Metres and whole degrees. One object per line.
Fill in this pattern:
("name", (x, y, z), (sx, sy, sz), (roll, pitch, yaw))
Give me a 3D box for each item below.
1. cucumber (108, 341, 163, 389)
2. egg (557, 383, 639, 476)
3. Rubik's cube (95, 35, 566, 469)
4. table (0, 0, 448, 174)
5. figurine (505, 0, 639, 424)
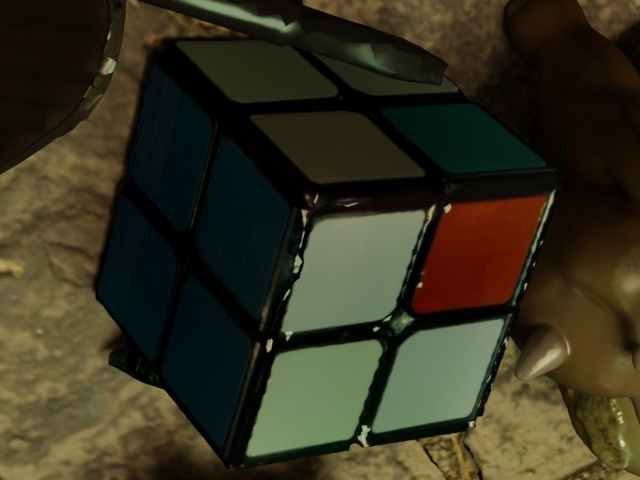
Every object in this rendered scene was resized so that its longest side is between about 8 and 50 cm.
("cucumber", (-0.006, 0.086, 1.259), (0.284, 0.056, 0.056), (7, 118, -39))
("egg", (0.240, 0.072, 1.355), (0.164, 0.164, 0.201), (-14, 128, -28))
("Rubik's cube", (0.001, 0.000, 1.116), (0.180, 0.167, 0.183), (-4, 125, -35))
("table", (-0.117, -0.165, 0.878), (0.249, 0.317, 0.317), (-3, 124, -51))
("figurine", (0.166, -0.008, 1.197), (0.177, 0.247, 0.173), (13, 125, -40))
